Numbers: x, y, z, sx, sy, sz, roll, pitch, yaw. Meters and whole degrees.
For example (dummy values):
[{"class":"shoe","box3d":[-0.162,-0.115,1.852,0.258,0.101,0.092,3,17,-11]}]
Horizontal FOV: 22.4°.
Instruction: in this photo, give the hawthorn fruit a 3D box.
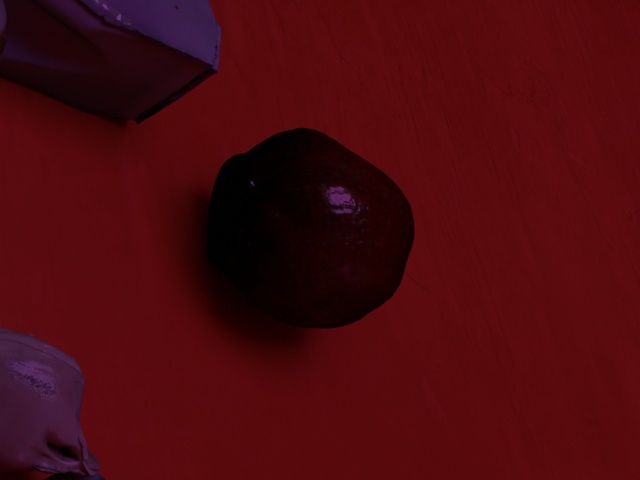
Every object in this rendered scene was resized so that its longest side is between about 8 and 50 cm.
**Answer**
[{"class":"hawthorn fruit","box3d":[0.000,0.000,1.723,0.249,0.215,0.215,36,36,-41]}]

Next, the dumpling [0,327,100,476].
[{"class":"dumpling","box3d":[-0.260,0.122,1.315,0.199,0.118,0.136,46,0,-20]}]

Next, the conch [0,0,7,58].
[{"class":"conch","box3d":[-0.365,-0.185,1.400,0.149,0.183,0.275,36,13,35]}]

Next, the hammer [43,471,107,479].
[{"class":"hammer","box3d":[-0.168,0.273,1.363,0.194,0.069,0.116,39,34,-44]}]

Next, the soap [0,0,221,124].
[{"class":"soap","box3d":[-0.300,-0.310,1.609,0.446,0.156,0.261,38,35,-32]}]
